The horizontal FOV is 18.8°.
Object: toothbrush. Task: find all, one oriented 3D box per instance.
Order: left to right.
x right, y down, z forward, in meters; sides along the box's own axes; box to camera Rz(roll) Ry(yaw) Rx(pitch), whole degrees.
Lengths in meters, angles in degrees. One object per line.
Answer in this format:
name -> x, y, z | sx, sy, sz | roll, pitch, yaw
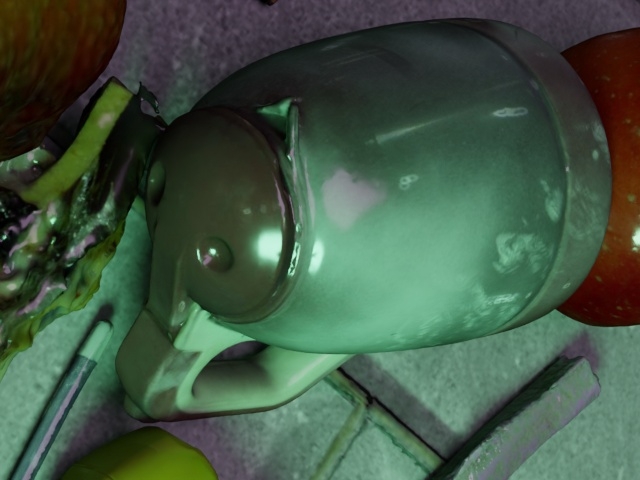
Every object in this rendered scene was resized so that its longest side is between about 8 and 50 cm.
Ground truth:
toothbrush -> -0.214, 0.180, 1.329 | 0.026, 0.024, 0.288 | 30, 73, -11

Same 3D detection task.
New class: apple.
apple -> 0.258, -0.049, 1.485 | 0.260, 0.260, 0.216 | -13, 81, -31

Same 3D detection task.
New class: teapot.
teapot -> 0.000, 0.000, 1.338 | 0.312, 0.233, 0.315 | -10, 137, -45

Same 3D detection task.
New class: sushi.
sushi -> -0.217, 0.015, 1.291 | 0.131, 0.139, 0.291 | 37, 68, -3

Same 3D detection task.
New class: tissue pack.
tissue pack -> -0.113, 0.227, 1.327 | 0.127, 0.123, 0.178 | -35, 106, -20

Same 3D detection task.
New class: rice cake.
rice cake -> 0.146, 0.164, 1.536 | 0.207, 0.036, 0.047 | -38, 104, -27

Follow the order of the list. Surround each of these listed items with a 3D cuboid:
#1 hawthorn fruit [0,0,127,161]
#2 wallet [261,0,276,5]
hawthorn fruit -> -0.288, -0.196, 1.164 | 0.285, 0.285, 0.369 | -18, 69, -30
wallet -> -0.080, -0.261, 1.429 | 0.176, 0.026, 0.095 | 37, 68, -25
